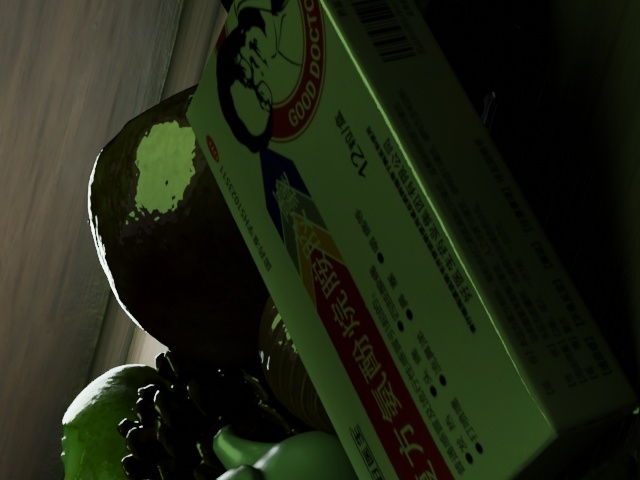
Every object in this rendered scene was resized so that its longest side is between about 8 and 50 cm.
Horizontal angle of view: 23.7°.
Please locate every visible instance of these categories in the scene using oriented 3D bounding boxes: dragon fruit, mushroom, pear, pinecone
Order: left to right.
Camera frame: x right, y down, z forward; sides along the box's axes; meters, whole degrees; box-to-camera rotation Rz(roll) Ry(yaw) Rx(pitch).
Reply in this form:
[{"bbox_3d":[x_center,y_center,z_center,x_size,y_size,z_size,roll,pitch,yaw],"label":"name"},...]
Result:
[{"bbox_3d":[-0.257,0.290,1.934,0.286,0.176,0.282,142,141,-67],"label":"pear"},{"bbox_3d":[-0.092,0.176,1.378,0.212,0.168,0.185,-60,3,14],"label":"pinecone"},{"bbox_3d":[-0.046,-0.015,1.195,0.283,0.263,0.195,-33,35,16],"label":"mushroom"},{"bbox_3d":[0.052,-0.146,1.060,0.188,0.182,0.182,-28,-43,-67],"label":"dragon fruit"}]

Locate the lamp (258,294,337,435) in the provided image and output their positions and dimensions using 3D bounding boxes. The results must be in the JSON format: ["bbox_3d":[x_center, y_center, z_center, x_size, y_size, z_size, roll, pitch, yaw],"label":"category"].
[{"bbox_3d":[0.023,0.072,1.075,0.136,0.136,0.136,-167,90,-76],"label":"lamp"}]

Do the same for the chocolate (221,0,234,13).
[{"bbox_3d":[0.053,-0.221,1.300,0.177,0.206,0.224,-35,9,-24],"label":"chocolate"}]

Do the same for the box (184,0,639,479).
[{"bbox_3d":[0.035,-0.002,0.914,0.353,0.069,0.214,65,150,22],"label":"box"}]

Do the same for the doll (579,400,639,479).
[{"bbox_3d":[0.142,0.142,0.711,0.139,0.057,0.165,147,143,-73],"label":"doll"}]

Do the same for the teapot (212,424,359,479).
[{"bbox_3d":[-0.041,0.290,1.103,0.220,0.149,0.318,174,109,-77],"label":"teapot"}]
